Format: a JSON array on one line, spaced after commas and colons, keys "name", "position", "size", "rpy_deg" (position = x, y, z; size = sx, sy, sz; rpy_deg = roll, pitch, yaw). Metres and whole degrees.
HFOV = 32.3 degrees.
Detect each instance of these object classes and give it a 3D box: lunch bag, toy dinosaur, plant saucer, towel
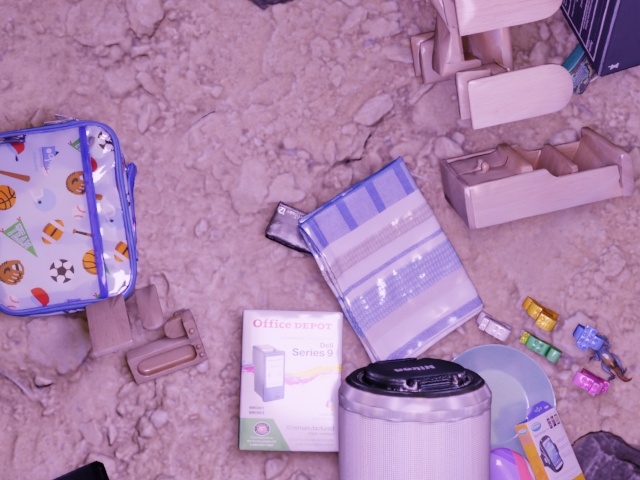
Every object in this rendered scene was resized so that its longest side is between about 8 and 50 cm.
[{"name": "lunch bag", "position": [-0.395, -0.038, 1.683], "size": [0.243, 0.115, 0.303], "rpy_deg": [-8, 84, -7]}, {"name": "toy dinosaur", "position": [0.445, 0.185, 1.750], "size": [0.047, 0.090, 0.082], "rpy_deg": [-35, 50, 6]}, {"name": "plant saucer", "position": [0.268, 0.259, 1.720], "size": [0.195, 0.037, 0.194], "rpy_deg": [0, 83, -3]}, {"name": "towel", "position": [0.112, 0.042, 1.698], "size": [0.209, 0.034, 0.285], "rpy_deg": [-32, 101, -15]}]

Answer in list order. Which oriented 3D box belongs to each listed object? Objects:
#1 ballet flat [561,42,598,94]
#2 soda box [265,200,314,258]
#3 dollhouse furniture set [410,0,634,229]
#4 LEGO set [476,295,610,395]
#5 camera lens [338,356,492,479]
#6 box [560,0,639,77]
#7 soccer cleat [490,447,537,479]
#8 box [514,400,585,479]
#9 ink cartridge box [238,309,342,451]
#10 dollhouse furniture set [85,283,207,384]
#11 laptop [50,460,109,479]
[{"name": "ballet flat", "position": [0.455, -0.318, 1.808], "size": [0.070, 0.070, 0.188], "rpy_deg": [37, 83, 2]}, {"name": "soda box", "position": [0.000, 0.000, 1.730], "size": [0.169, 0.053, 0.060], "rpy_deg": [24, 82, 0]}, {"name": "dollhouse furniture set", "position": [0.300, -0.247, 1.645], "size": [0.257, 0.362, 0.394], "rpy_deg": [-13, 111, -4]}, {"name": "LEGO set", "position": [0.353, 0.149, 1.686], "size": [0.227, 0.093, 0.087], "rpy_deg": [29, 100, 9]}, {"name": "camera lens", "position": [0.135, 0.317, 1.592], "size": [0.219, 0.219, 0.274], "rpy_deg": [-1, 96, -4]}, {"name": "box", "position": [0.459, -0.462, 1.661], "size": [0.183, 0.296, 0.294], "rpy_deg": [-16, 62, -6]}, {"name": "soccer cleat", "position": [0.326, 0.421, 1.653], "size": [0.083, 0.095, 0.248], "rpy_deg": [-29, 97, -4]}, {"name": "box", "position": [0.343, 0.313, 1.665], "size": [0.081, 0.028, 0.136], "rpy_deg": [-15, 79, -44]}, {"name": "ink cartridge box", "position": [-0.045, 0.213, 1.679], "size": [0.154, 0.093, 0.212], "rpy_deg": [2, 80, -3]}, {"name": "dollhouse furniture set", "position": [-0.246, 0.164, 1.622], "size": [0.144, 0.123, 0.151], "rpy_deg": [-19, 123, -6]}, {"name": "laptop", "position": [-0.411, 0.478, 1.594], "size": [0.264, 0.136, 0.234], "rpy_deg": [-21, 85, -5]}]
